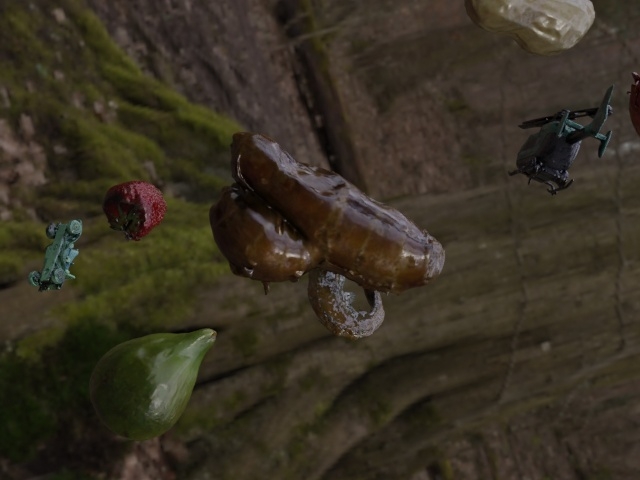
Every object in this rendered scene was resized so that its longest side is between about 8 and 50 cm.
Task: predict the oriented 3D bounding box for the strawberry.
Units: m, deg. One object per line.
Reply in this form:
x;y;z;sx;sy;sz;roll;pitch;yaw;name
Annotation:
-0.304;-0.056;1.874;0.106;0.106;0.106;165;-90;-87;strawberry

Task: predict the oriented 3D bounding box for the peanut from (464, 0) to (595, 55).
0.335;-0.364;1.833;0.123;0.256;0.124;-11;-103;54;peanut

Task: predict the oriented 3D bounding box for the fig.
-0.318;0.257;2.245;0.206;0.275;0.206;44;12;-12;fig

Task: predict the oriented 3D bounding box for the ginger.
0.000;0.000;1.935;0.176;0.418;0.254;-98;-147;-70;ginger

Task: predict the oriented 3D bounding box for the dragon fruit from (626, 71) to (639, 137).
0.797;-0.283;2.485;0.252;0.241;0.241;40;17;-31;dragon fruit

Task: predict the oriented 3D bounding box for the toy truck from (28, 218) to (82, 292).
-0.518;0.033;2.288;0.078;0.080;0.154;43;49;-44;toy truck

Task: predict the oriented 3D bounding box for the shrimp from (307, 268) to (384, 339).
0.053;0.082;2.159;0.058;0.173;0.253;-50;-158;41;shrimp

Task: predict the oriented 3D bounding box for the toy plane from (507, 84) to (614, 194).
0.458;-0.189;2.173;0.381;0.106;0.155;151;-40;-79;toy plane
